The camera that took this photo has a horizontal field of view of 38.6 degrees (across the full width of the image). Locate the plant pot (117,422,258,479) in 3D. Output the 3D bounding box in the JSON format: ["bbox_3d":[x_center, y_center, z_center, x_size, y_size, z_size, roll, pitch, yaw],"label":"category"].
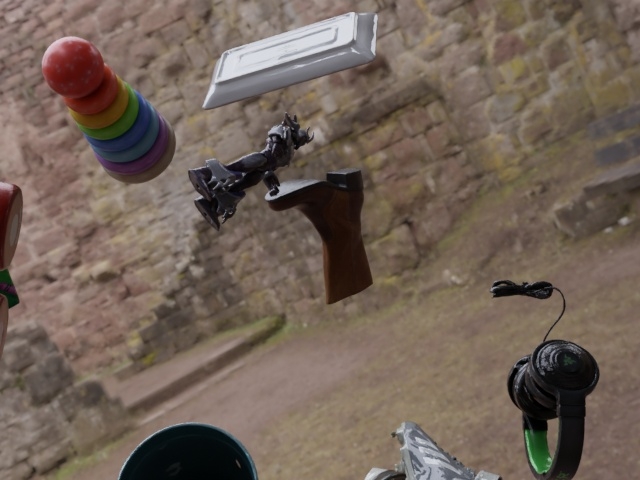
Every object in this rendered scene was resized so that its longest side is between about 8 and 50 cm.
[{"bbox_3d":[-0.244,0.536,1.807,0.271,0.272,0.255,-27,-30,-14],"label":"plant pot"}]

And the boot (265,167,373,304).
[{"bbox_3d":[0.000,0.000,1.992,0.096,0.281,0.264,6,16,40],"label":"boot"}]

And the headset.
[{"bbox_3d":[0.423,0.270,1.790,0.185,0.394,0.243,5,-19,-3],"label":"headset"}]

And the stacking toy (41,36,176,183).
[{"bbox_3d":[-0.339,-0.212,1.453,0.141,0.141,0.330,-26,-20,-1],"label":"stacking toy"}]

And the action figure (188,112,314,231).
[{"bbox_3d":[-0.120,-0.144,1.797,0.285,0.099,0.185,-35,-28,-25],"label":"action figure"}]

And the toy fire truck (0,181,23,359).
[{"bbox_3d":[-0.446,0.040,1.094,0.169,0.302,0.254,8,-1,-8],"label":"toy fire truck"}]

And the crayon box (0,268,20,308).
[{"bbox_3d":[-0.684,0.011,1.730,0.081,0.165,0.278,-31,46,-28],"label":"crayon box"}]

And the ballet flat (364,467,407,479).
[{"bbox_3d":[0.107,0.390,1.328,0.096,0.280,0.095,30,74,39],"label":"ballet flat"}]

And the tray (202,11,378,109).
[{"bbox_3d":[-0.048,-0.275,1.357,0.270,0.030,0.145,-14,39,16],"label":"tray"}]

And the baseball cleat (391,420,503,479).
[{"bbox_3d":[0.147,0.273,1.040,0.109,0.072,0.206,-10,26,-2],"label":"baseball cleat"}]
